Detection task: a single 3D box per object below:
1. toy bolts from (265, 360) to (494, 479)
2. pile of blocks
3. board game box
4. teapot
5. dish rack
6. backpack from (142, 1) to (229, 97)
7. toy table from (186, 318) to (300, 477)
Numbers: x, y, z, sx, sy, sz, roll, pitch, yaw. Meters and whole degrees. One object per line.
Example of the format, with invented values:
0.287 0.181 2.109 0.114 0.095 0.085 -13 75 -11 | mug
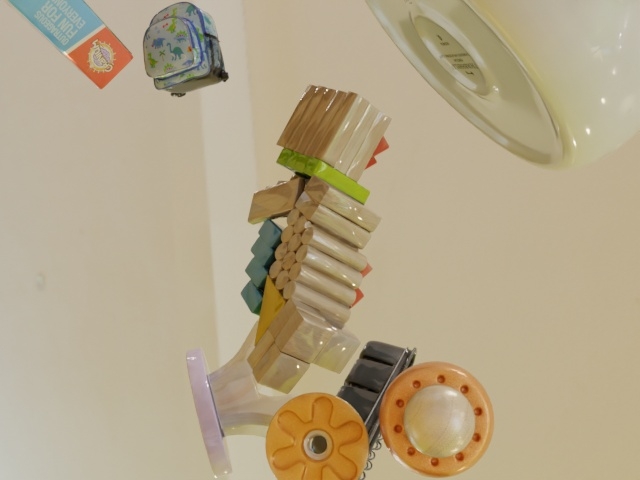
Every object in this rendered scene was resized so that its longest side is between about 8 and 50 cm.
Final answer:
0.054 0.229 0.742 0.218 0.158 0.229 -8 -99 6 | toy bolts
0.000 0.000 0.942 0.149 0.112 0.362 -10 -120 48 | pile of blocks
-0.404 -0.351 1.054 0.064 0.242 0.316 -47 -116 -3 | board game box
0.150 -0.182 0.544 0.187 0.252 0.256 -44 -124 -1 | teapot
0.035 0.272 1.064 0.074 0.208 0.272 22 -51 14 | dish rack
-0.194 -0.273 1.171 0.105 0.084 0.114 -13 -100 23 | backpack
-0.119 0.257 1.359 0.274 0.160 0.252 -119 -165 -56 | toy table
